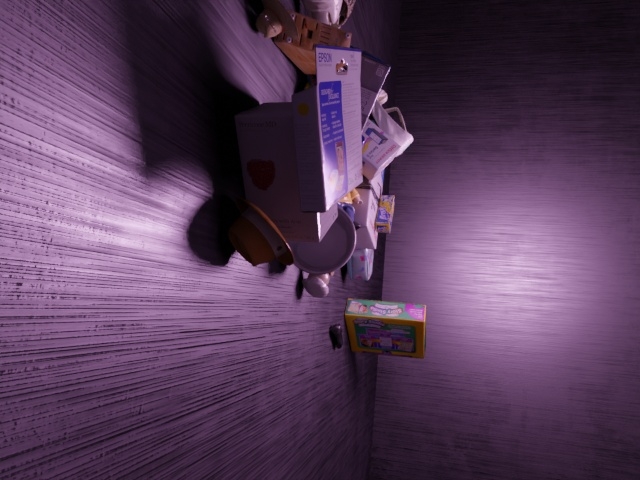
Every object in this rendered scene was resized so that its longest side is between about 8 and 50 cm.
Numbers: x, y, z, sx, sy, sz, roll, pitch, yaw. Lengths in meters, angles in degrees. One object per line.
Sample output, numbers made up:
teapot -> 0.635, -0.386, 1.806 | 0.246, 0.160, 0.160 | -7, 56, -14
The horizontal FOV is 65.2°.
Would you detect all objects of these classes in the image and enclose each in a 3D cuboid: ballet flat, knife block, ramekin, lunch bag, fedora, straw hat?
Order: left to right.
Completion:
fedora -> -0.140, -0.001, 1.068 | 0.079, 0.194, 0.194 | -41, 147, -16
straw hat -> -0.116, -0.502, 1.156 | 0.061, 0.144, 0.144 | -44, 158, -2
knife block -> -0.028, -0.526, 1.414 | 0.242, 0.276, 0.088 | -175, -85, -66
ramekin -> 0.000, 0.000, 1.443 | 0.109, 0.208, 0.206 | 65, 30, -79
ballet flat -> 0.026, -0.724, 1.506 | 0.483, 0.164, 0.181 | -53, 153, -71
ballet flat -> 0.065, 0.399, 2.090 | 0.173, 0.049, 0.057 | 84, -11, -47
lunch bag -> 0.177, 0.024, 2.251 | 0.279, 0.108, 0.223 | -78, 163, -50
ballet flat -> 0.236, -0.515, 1.998 | 0.400, 0.139, 0.139 | 60, 8, 14

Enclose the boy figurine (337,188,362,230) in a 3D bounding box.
boy figurine -> 0.078, -0.168, 1.805 | 0.178, 0.092, 0.284 | 8, 67, -34

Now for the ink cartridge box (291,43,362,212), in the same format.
ink cartridge box -> 0.023, -0.242, 1.052 | 0.303, 0.072, 0.306 | -42, 130, -63

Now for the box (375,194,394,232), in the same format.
box -> 0.262, -0.108, 2.022 | 0.054, 0.059, 0.168 | 77, 21, -46

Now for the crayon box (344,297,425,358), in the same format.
crayon box -> 0.315, 0.421, 2.383 | 0.312, 0.364, 0.106 | 79, 20, -43

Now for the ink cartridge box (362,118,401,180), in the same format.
ink cartridge box -> 0.166, -0.350, 1.857 | 0.154, 0.212, 0.093 | -45, 175, -25

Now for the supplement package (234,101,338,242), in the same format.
supplement package -> -0.070, -0.164, 1.171 | 0.175, 0.178, 0.292 | -54, 144, -60

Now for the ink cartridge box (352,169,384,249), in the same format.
ink cartridge box -> 0.150, -0.189, 2.026 | 0.285, 0.167, 0.394 | 55, 41, -67

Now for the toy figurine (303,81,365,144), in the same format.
toy figurine -> 0.027, -0.293, 1.444 | 0.191, 0.218, 0.362 | 75, 24, -50

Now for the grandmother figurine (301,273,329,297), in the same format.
grandmother figurine -> -0.007, 0.013, 1.615 | 0.208, 0.104, 0.341 | 6, 84, -67

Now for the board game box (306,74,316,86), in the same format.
board game box -> -0.010, -0.542, 1.609 | 0.201, 0.035, 0.136 | 78, 21, -44

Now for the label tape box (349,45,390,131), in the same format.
label tape box -> 0.089, -0.437, 1.617 | 0.240, 0.106, 0.333 | -102, -148, -62

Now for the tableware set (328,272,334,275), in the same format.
tableware set -> 0.035, 0.068, 1.888 | 0.194, 0.039, 0.128 | 72, 25, -53
